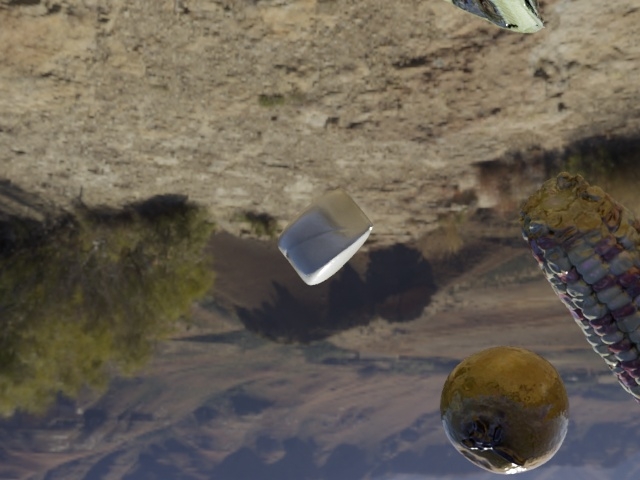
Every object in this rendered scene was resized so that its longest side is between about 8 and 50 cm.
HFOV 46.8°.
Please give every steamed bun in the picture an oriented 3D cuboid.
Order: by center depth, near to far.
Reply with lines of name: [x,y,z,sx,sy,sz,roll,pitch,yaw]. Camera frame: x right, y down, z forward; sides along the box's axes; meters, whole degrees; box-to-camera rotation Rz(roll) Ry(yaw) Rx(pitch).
steamed bun: [0.000,0.000,1.650,0.164,0.146,0.242,-36,173,-20]

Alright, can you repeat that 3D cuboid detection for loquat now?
loquat: [0.329,0.306,1.332,0.243,0.244,0.244,2,165,1]

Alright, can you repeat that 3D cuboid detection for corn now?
corn: [0.201,0.061,0.427,0.237,0.079,0.079,47,150,-13]

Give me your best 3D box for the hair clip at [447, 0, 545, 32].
hair clip: [0.033,-0.247,0.591,0.321,0.091,0.138,22,180,30]
